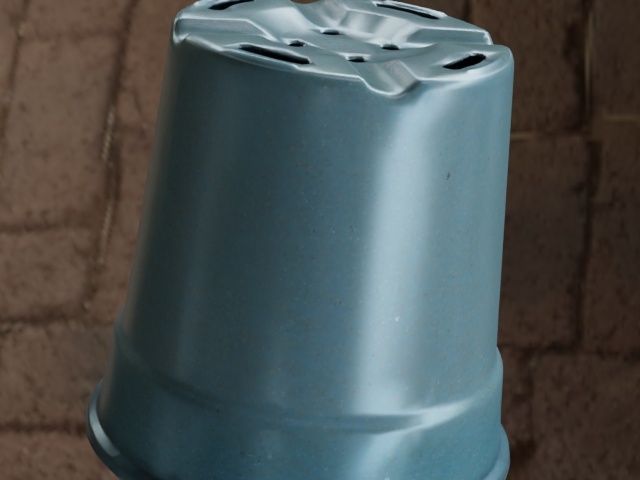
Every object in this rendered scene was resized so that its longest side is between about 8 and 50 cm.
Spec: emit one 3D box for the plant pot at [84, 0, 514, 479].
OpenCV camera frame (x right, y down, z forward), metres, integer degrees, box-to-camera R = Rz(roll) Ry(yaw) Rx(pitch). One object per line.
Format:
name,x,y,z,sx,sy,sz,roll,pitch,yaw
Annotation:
plant pot,0.000,0.000,1.255,0.341,0.334,0.341,6,22,-2
